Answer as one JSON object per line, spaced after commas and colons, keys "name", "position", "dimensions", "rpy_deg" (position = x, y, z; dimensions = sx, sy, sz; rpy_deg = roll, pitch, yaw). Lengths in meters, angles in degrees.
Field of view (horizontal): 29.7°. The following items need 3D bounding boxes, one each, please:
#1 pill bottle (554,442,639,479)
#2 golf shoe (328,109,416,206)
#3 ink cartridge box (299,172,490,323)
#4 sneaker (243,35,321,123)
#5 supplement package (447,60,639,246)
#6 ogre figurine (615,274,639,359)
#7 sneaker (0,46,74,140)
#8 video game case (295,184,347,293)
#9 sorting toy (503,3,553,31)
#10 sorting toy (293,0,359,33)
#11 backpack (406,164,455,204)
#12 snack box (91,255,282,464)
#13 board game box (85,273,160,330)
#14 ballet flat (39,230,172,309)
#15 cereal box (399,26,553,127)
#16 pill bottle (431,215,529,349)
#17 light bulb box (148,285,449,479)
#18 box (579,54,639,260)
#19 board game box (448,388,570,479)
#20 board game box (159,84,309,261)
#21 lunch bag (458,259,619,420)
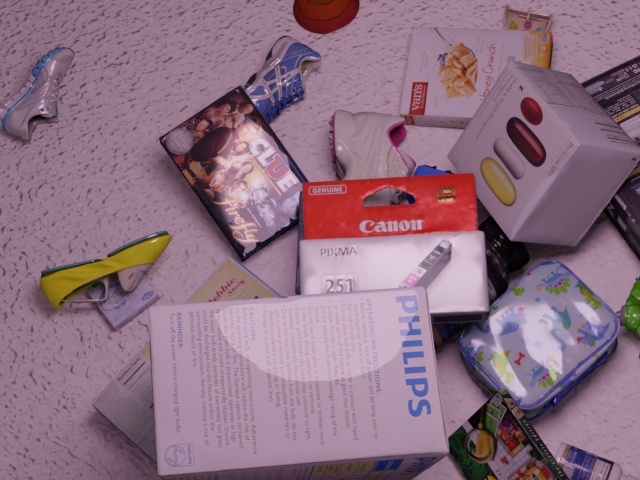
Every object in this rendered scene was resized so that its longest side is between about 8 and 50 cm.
{"name": "pill bottle", "position": [0.392, 0.342, 1.739], "dimensions": [0.120, 0.067, 0.067], "rpy_deg": [20, 70, 16]}
{"name": "golf shoe", "position": [0.090, -0.081, 1.954], "dimensions": [0.140, 0.115, 0.306], "rpy_deg": [-5, 67, 2]}
{"name": "ink cartridge box", "position": [0.106, 0.007, 1.795], "dimensions": [0.275, 0.060, 0.239], "rpy_deg": [-3, 71, 4]}
{"name": "sneaker", "position": [-0.073, -0.258, 2.073], "dimensions": [0.081, 0.080, 0.211], "rpy_deg": [22, 72, 20]}
{"name": "supplement package", "position": [0.338, -0.130, 1.846], "dimensions": [0.149, 0.194, 0.203], "rpy_deg": [4, 39, -37]}
{"name": "ogre figurine", "position": [0.529, 0.130, 1.805], "dimensions": [0.118, 0.097, 0.197], "rpy_deg": [-31, 80, -26]}
{"name": "sneaker", "position": [-0.487, -0.255, 2.147], "dimensions": [0.083, 0.071, 0.191], "rpy_deg": [34, 83, 14]}
{"name": "video game case", "position": [0.000, 0.000, 1.911], "dimensions": [0.015, 0.119, 0.166], "rpy_deg": [6, 84, -34]}
{"name": "sorting toy", "position": [0.351, -0.358, 2.078], "dimensions": [0.083, 0.045, 0.075], "rpy_deg": [15, 77, 14]}
{"name": "sorting toy", "position": [-0.043, -0.548, 2.175], "dimensions": [0.127, 0.126, 0.365], "rpy_deg": [-23, 65, -2]}
{"name": "backpack", "position": [0.186, -0.059, 1.921], "dimensions": [0.098, 0.120, 0.101], "rpy_deg": [15, 70, 14]}
{"name": "snack box", "position": [-0.178, 0.199, 1.892], "dimensions": [0.187, 0.060, 0.322], "rpy_deg": [38, 76, 19]}
{"name": "board game box", "position": [-0.325, 0.088, 1.987], "dimensions": [0.090, 0.020, 0.090], "rpy_deg": [-37, 64, -9]}
{"name": "ballet flat", "position": [-0.341, 0.054, 1.961], "dimensions": [0.231, 0.077, 0.077], "rpy_deg": [-18, 83, 4]}
{"name": "cereal box", "position": [0.263, -0.273, 2.035], "dimensions": [0.240, 0.047, 0.173], "rpy_deg": [4, 70, 15]}
{"name": "pill bottle", "position": [0.210, 0.063, 1.862], "dimensions": [0.219, 0.123, 0.123], "rpy_deg": [-38, 66, -10]}
{"name": "light bulb box", "position": [-0.039, 0.221, 1.659], "dimensions": [0.361, 0.358, 0.225], "rpy_deg": [-4, 74, -5]}
{"name": "box", "position": [0.603, -0.175, 1.907], "dimensions": [0.395, 0.097, 0.318], "rpy_deg": [-26, 55, -4]}
{"name": "board game box", "position": [0.291, 0.356, 1.726], "dimensions": [0.136, 0.030, 0.260], "rpy_deg": [-52, 60, 34]}
{"name": "board game box", "position": [-0.130, -0.112, 1.993], "dimensions": [0.165, 0.042, 0.243], "rpy_deg": [-35, 86, -8]}
{"name": "lunch bag", "position": [0.330, 0.154, 1.821], "dimensions": [0.219, 0.090, 0.176], "rpy_deg": [-40, 65, -10]}
